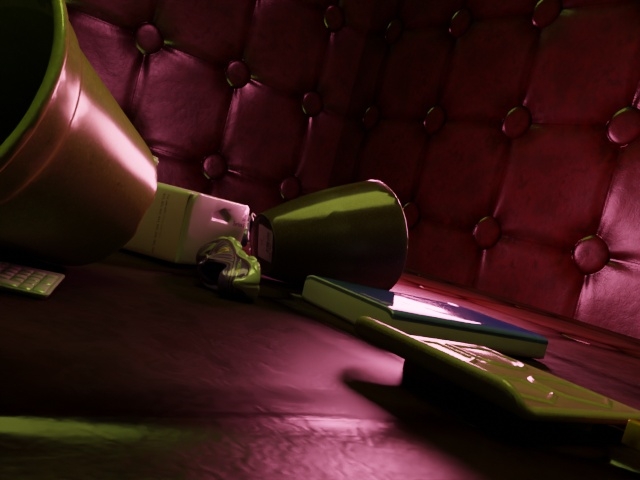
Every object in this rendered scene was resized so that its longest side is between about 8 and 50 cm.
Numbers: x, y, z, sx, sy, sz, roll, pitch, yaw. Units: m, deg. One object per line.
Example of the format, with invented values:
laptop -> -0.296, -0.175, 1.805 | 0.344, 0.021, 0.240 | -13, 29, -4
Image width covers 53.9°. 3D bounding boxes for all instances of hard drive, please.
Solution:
hard drive -> 0.159, 0.117, 0.950 | 0.318, 0.040, 0.210 | 14, 3, -34

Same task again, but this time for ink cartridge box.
ink cartridge box -> -0.288, -0.043, 1.053 | 0.272, 0.115, 0.198 | 14, 2, 20

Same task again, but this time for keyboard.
keyboard -> -0.356, 0.011, 0.534 | 0.255, 0.014, 0.072 | 14, 2, -13

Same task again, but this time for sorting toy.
sorting toy -> 0.196, 0.145, 0.567 | 0.229, 0.041, 0.307 | 19, 0, -34

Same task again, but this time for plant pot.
plant pot -> -0.302, -0.096, 0.629 | 0.275, 0.276, 0.254 | 15, -15, 19
plant pot -> 0.000, 0.000, 1.125 | 0.230, 0.216, 0.215 | -3, 11, -30

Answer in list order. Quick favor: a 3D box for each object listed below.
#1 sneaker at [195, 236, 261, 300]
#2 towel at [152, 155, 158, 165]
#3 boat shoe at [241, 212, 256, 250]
sneaker -> -0.138, 0.031, 0.846 | 0.071, 0.069, 0.170 | 7, 6, -29
towel -> -0.422, -0.171, 1.167 | 0.247, 0.038, 0.325 | 21, -2, -18
boat shoe -> -0.194, -0.025, 1.575 | 0.079, 0.095, 0.254 | 13, 3, 1
